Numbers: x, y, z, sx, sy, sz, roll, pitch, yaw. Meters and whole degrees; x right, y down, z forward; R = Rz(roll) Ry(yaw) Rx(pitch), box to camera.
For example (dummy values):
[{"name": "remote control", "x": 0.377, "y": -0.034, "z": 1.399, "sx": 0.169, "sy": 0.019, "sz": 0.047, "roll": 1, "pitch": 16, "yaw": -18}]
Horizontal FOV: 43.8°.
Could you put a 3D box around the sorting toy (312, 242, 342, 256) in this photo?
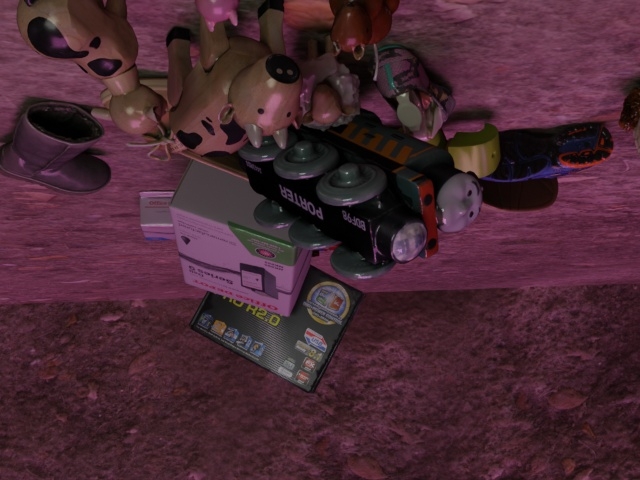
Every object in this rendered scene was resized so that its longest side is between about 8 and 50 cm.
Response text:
[{"name": "sorting toy", "x": 0.000, "y": 0.000, "z": 1.505, "sx": 0.133, "sy": 0.046, "sz": 0.274, "roll": -4, "pitch": 168, "yaw": 8}]

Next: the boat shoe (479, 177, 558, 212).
[{"name": "boat shoe", "x": 0.242, "y": -0.099, "z": 1.332, "sx": 0.303, "sy": 0.109, "sz": 0.098, "roll": 3, "pitch": 175, "yaw": -5}]

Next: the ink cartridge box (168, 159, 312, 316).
[{"name": "ink cartridge box", "x": -0.123, "y": -0.002, "z": 1.336, "sx": 0.211, "sy": 0.121, "sz": 0.289, "roll": 18, "pitch": 153, "yaw": 6}]

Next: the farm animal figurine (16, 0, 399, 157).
[{"name": "farm animal figurine", "x": -0.096, "y": -0.159, "z": 0.752, "sx": 0.331, "sy": 0.172, "sz": 0.327, "roll": -1, "pitch": 169, "yaw": -10}]

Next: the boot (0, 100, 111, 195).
[{"name": "boot", "x": -0.354, "y": -0.131, "z": 1.133, "sx": 0.190, "sy": 0.076, "sz": 0.209, "roll": 3, "pitch": 161, "yaw": -38}]

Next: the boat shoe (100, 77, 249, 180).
[{"name": "boat shoe", "x": -0.155, "y": -0.141, "z": 1.043, "sx": 0.105, "sy": 0.089, "sz": 0.285, "roll": -13, "pitch": 165, "yaw": 43}]

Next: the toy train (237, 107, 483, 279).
[{"name": "toy train", "x": 0.037, "y": -0.075, "z": 0.956, "sx": 0.190, "sy": 0.142, "sz": 0.334, "roll": -28, "pitch": -146, "yaw": -24}]

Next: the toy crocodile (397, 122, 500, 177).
[{"name": "toy crocodile", "x": 0.104, "y": -0.120, "z": 1.213, "sx": 0.341, "sy": 0.105, "sz": 0.115, "roll": -7, "pitch": 129, "yaw": 31}]

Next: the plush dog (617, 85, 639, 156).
[{"name": "plush dog", "x": 0.518, "y": -0.130, "z": 1.039, "sx": 0.226, "sy": 0.262, "sz": 0.210, "roll": -8, "pitch": 138, "yaw": -23}]

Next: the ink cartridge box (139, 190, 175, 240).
[{"name": "ink cartridge box", "x": -0.299, "y": -0.046, "z": 1.565, "sx": 0.104, "sy": 0.060, "sz": 0.180, "roll": -1, "pitch": 169, "yaw": -8}]

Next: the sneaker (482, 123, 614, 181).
[{"name": "sneaker", "x": 0.343, "y": -0.126, "z": 1.257, "sx": 0.221, "sy": 0.083, "sz": 0.087, "roll": -3, "pitch": 165, "yaw": 9}]

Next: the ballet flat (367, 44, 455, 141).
[{"name": "ballet flat", "x": 0.118, "y": -0.169, "z": 0.994, "sx": 0.077, "sy": 0.079, "sz": 0.221, "roll": -11, "pitch": 167, "yaw": 21}]

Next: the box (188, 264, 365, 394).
[{"name": "box", "x": -0.081, "y": 0.134, "z": 1.514, "sx": 0.270, "sy": 0.216, "sz": 0.060, "roll": 28, "pitch": 176, "yaw": 6}]
